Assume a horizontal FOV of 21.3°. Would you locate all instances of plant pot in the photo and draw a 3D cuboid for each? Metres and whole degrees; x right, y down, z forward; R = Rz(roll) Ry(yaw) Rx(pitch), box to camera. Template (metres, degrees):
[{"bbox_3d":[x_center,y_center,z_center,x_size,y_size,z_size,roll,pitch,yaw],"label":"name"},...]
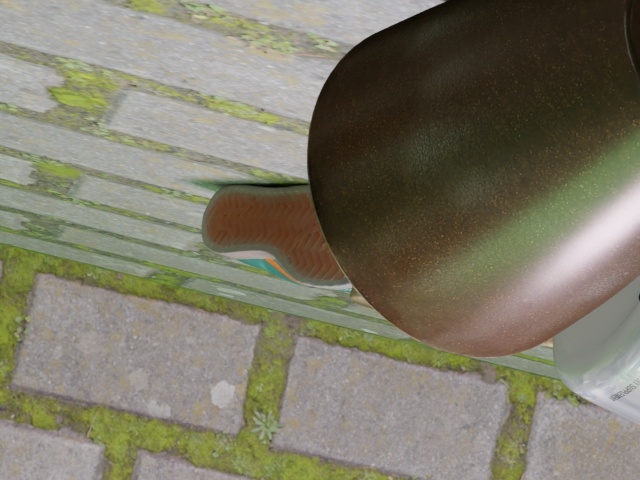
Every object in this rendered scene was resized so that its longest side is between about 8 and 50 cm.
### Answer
[{"bbox_3d":[0.141,-0.064,0.942,0.215,0.215,0.230,16,157,-24],"label":"plant pot"}]

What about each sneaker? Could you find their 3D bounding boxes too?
[{"bbox_3d":[0.000,0.000,1.863,0.121,0.108,0.302,18,178,-38],"label":"sneaker"}]

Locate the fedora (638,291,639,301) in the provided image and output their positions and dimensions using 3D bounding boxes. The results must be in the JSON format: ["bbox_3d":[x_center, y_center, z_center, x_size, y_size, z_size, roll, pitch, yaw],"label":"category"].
[{"bbox_3d":[0.345,-0.015,0.993,0.334,0.152,0.334,4,176,0],"label":"fedora"}]

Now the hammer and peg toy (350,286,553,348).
[{"bbox_3d":[0.227,0.033,1.641,0.361,0.127,0.266,6,171,39],"label":"hammer and peg toy"}]

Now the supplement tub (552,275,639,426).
[{"bbox_3d":[0.372,0.094,1.350,0.338,0.207,0.207,27,169,-12],"label":"supplement tub"}]
